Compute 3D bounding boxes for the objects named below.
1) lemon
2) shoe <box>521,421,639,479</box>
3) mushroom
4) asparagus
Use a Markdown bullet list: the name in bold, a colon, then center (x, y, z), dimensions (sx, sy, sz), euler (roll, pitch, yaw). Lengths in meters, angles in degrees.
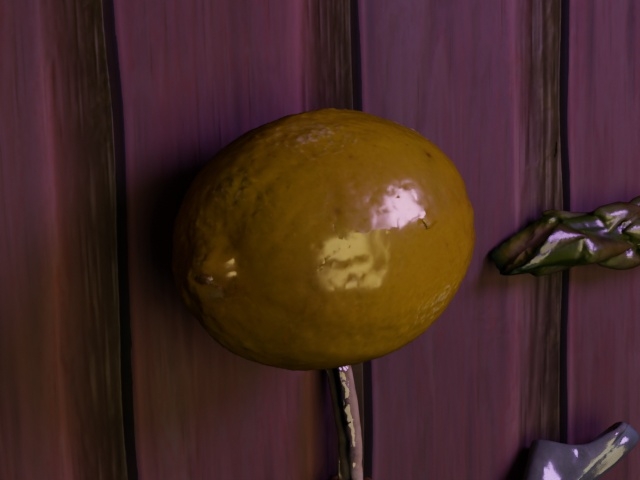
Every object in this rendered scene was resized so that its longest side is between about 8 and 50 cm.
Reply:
- **lemon**: center (0.004, -0.001, 1.370), dimensions (0.263, 0.236, 0.236), euler (16, 91, -26)
- **shoe**: center (0.247, 0.244, 1.665), dimensions (0.195, 0.079, 0.078), euler (-36, 80, -12)
- **mushroom**: center (0.027, 0.191, 1.522), dimensions (0.061, 0.060, 0.187), euler (-10, 101, -39)
- **asparagus**: center (0.307, -0.008, 1.642), dimensions (0.287, 0.080, 0.080), euler (-4, 101, -31)
